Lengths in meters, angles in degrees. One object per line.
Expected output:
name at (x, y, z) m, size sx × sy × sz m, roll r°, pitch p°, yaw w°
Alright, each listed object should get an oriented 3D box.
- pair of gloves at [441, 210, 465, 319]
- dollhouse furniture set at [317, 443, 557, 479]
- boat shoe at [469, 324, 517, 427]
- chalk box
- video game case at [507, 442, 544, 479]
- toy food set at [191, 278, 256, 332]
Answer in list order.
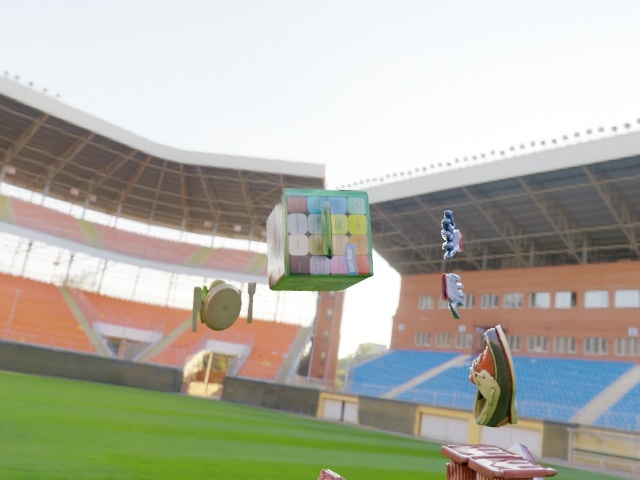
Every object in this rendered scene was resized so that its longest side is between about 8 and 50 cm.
pair of gloves at (0.250, 0.048, 1.114) m, size 0.023 × 0.198 × 0.159 m, roll -4°, pitch -10°, yaw 23°
dollhouse furniture set at (0.146, 0.425, 0.876) m, size 0.374 × 0.201 × 0.152 m, roll 5°, pitch -5°, yaw -20°
boat shoe at (0.170, 0.139, 0.590) m, size 0.043 × 0.049 × 0.137 m, roll -8°, pitch -52°, yaw 11°
chalk box at (0.000, 0.000, 0.891) m, size 0.132 × 0.132 × 0.213 m, roll 1°, pitch -11°, yaw -14°
video game case at (0.416, 0.602, 1.303) m, size 0.042 × 0.232 × 0.210 m, roll 30°, pitch -66°, yaw -28°
toy food set at (-0.252, 0.162, 1.503) m, size 0.039 × 0.132 × 0.192 m, roll 12°, pitch 8°, yaw 44°
